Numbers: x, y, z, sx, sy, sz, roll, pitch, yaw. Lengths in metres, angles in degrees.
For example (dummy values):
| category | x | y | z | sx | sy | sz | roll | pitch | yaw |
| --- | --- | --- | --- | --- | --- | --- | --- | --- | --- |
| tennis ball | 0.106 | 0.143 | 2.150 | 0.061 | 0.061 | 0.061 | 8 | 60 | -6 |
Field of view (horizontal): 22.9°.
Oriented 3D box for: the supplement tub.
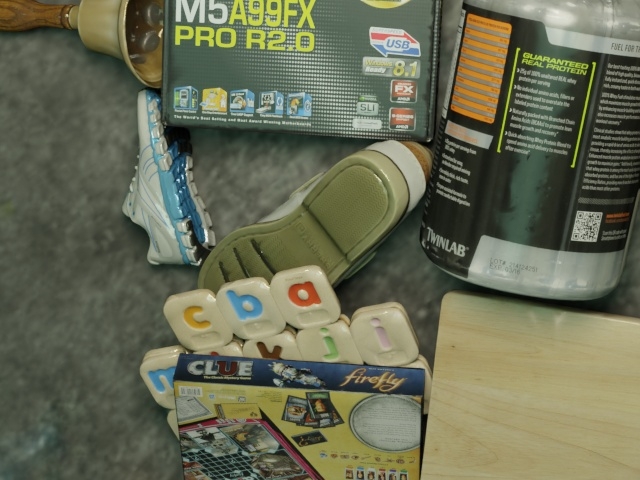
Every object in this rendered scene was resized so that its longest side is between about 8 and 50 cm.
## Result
| category | x | y | z | sx | sy | sz | roll | pitch | yaw |
| --- | --- | --- | --- | --- | --- | --- | --- | --- | --- |
| supplement tub | 0.208 | -0.119 | 1.427 | 0.193 | 0.193 | 0.316 | 14 | 104 | 14 |

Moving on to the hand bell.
| category | x | y | z | sx | sy | sz | roll | pitch | yaw |
| --- | --- | --- | --- | --- | --- | --- | --- | --- | --- |
| hand bell | -0.260 | -0.227 | 1.610 | 0.242 | 0.126 | 0.126 | 8 | 103 | 28 |

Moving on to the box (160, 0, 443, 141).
| category | x | y | z | sx | sy | sz | roll | pitch | yaw |
| --- | --- | --- | --- | --- | --- | --- | --- | --- | --- |
| box | -0.017 | -0.212 | 1.525 | 0.270 | 0.060 | 0.216 | 4 | 102 | 6 |

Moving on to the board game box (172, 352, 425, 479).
| category | x | y | z | sx | sy | sz | roll | pitch | yaw |
| --- | --- | --- | --- | --- | --- | --- | --- | --- | --- |
| board game box | -0.019 | 0.191 | 1.574 | 0.243 | 0.042 | 0.165 | 4 | 130 | 6 |

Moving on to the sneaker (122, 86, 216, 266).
| category | x | y | z | sx | sy | sz | roll | pitch | yaw |
| --- | --- | --- | --- | --- | --- | --- | --- | --- | --- |
| sneaker | -0.172 | -0.061 | 1.618 | 0.082 | 0.071 | 0.191 | -9 | 97 | 24 |

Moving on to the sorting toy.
| category | x | y | z | sx | sy | sz | roll | pitch | yaw |
| --- | --- | --- | --- | --- | --- | --- | --- | --- | --- |
| sorting toy | 0.238 | 0.184 | 1.529 | 0.257 | 0.089 | 0.256 | 9 | 102 | 15 |

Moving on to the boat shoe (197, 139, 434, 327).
| category | x | y | z | sx | sy | sz | roll | pitch | yaw |
| --- | --- | --- | --- | --- | --- | --- | --- | --- | --- |
| boat shoe | 0.000 | 0.000 | 1.555 | 0.302 | 0.103 | 0.113 | -33 | 87 | 41 |

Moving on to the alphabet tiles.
| category | x | y | z | sx | sy | sz | roll | pitch | yaw |
| --- | --- | --- | --- | --- | --- | --- | --- | --- | --- |
| alphabet tiles | -0.030 | 0.141 | 1.576 | 0.284 | 0.021 | 0.278 | -12 | 126 | 19 |
